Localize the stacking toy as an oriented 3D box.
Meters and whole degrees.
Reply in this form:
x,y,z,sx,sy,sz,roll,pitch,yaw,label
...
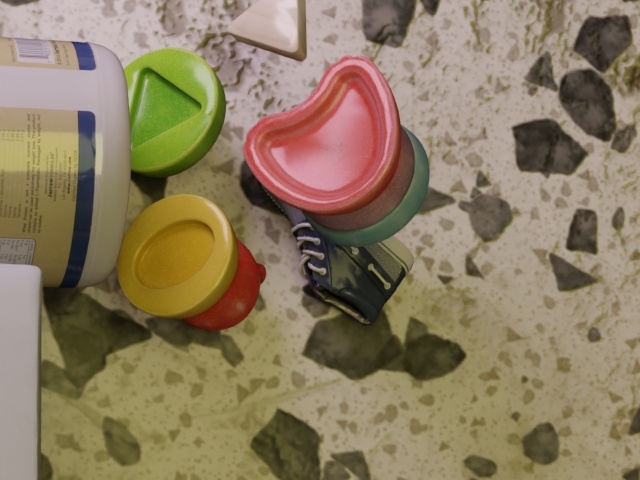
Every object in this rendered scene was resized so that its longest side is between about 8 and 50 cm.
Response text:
x,y,z,sx,sy,sz,roll,pitch,yaw,label
-0.057,-0.074,1.801,0.309,0.130,0.279,-29,60,12,stacking toy

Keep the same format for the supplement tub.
x,y,z,sx,sy,sz,roll,pitch,yaw,label
-0.343,-0.074,1.680,0.316,0.228,0.228,2,80,-16,supplement tub

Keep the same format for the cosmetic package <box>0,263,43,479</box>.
x,y,z,sx,sy,sz,roll,pitch,yaw,label
-0.407,0.233,1.486,0.329,0.393,0.327,4,62,-15,cosmetic package

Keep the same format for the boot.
x,y,z,sx,sy,sz,roll,pitch,yaw,label
0.000,0.000,1.849,0.190,0.069,0.086,36,67,-9,boot
